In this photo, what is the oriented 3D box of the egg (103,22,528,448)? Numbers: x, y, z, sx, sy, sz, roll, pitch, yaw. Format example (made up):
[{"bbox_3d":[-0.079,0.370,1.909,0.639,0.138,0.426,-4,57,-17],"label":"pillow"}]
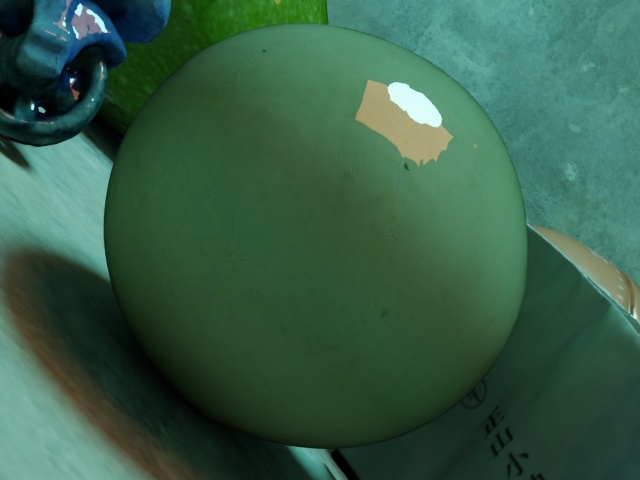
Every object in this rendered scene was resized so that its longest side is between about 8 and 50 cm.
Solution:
[{"bbox_3d":[0.000,0.000,0.676,0.219,0.219,0.269,49,-5,29],"label":"egg"}]

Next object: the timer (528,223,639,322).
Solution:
[{"bbox_3d":[0.136,0.103,0.923,0.215,0.230,0.229,39,5,-4],"label":"timer"}]

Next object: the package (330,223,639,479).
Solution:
[{"bbox_3d":[0.119,0.131,0.707,0.062,0.204,0.251,30,16,-38],"label":"package"}]

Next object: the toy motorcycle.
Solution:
[{"bbox_3d":[-0.199,-0.236,0.805,0.319,0.241,0.182,50,-5,-5],"label":"toy motorcycle"}]

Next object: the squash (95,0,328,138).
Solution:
[{"bbox_3d":[-0.099,-0.212,1.144,0.309,0.310,0.310,50,6,23],"label":"squash"}]
